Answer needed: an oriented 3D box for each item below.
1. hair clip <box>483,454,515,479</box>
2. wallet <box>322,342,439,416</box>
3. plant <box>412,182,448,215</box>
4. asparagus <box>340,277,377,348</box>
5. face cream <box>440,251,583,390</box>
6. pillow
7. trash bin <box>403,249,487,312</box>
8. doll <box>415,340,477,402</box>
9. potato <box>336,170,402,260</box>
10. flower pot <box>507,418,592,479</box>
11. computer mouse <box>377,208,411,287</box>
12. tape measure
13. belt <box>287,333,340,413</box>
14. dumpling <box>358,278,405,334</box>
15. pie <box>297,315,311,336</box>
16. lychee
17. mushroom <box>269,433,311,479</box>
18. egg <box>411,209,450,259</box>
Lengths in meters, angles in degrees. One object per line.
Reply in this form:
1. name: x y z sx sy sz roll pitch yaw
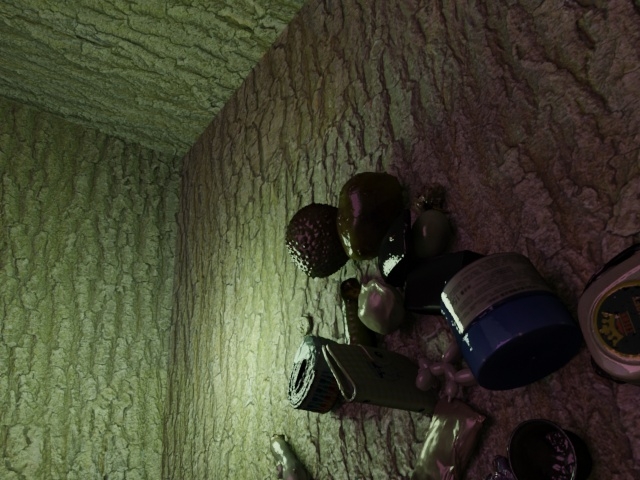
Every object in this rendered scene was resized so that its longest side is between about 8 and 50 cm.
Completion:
1. hair clip: 0.439 0.612 1.192 0.106 0.084 0.292 -33 43 22
2. wallet: 0.162 0.373 1.480 0.077 0.309 0.223 -56 35 19
3. plant: 0.343 -0.112 1.654 0.122 0.104 0.117 46 156 23
4. asparagus: 0.121 0.271 1.764 0.108 0.128 0.382 -15 58 15
5. face cream: 0.422 0.180 1.232 0.249 0.249 0.225 -51 38 31
6. pillow: 0.325 0.537 1.390 0.173 0.067 0.270 24 97 63
7. trash bin: 0.343 0.126 1.498 0.225 0.115 0.165 -12 66 56
8. doll: 0.326 0.349 1.440 0.160 0.059 0.161 -40 43 10
9. potato: 0.156 -0.082 1.791 0.173 0.210 0.308 -146 66 -78
10. flower pot: 0.490 0.460 1.142 0.157 0.106 0.158 -27 55 45
11. computer mouse: 0.219 0.032 1.625 0.295 0.087 0.168 89 -174 -59
12. tape measure: 0.622 0.144 1.066 0.231 0.133 0.271 -32 49 36
13. belt: -0.011 0.455 1.855 0.207 0.150 0.258 25 97 67
14. dumpling: 0.177 0.196 1.619 0.162 0.250 0.132 34 65 23
15. pie: -0.065 0.331 2.099 0.084 0.021 0.084 -22 61 46
16. lychee: 0.000 0.000 1.926 0.255 0.255 0.274 -50 23 32
17. mushroom: -0.115 0.787 1.923 0.099 0.096 0.278 -41 37 -5
18. egg: 0.320 -0.015 1.588 0.114 0.114 0.152 17 89 57
